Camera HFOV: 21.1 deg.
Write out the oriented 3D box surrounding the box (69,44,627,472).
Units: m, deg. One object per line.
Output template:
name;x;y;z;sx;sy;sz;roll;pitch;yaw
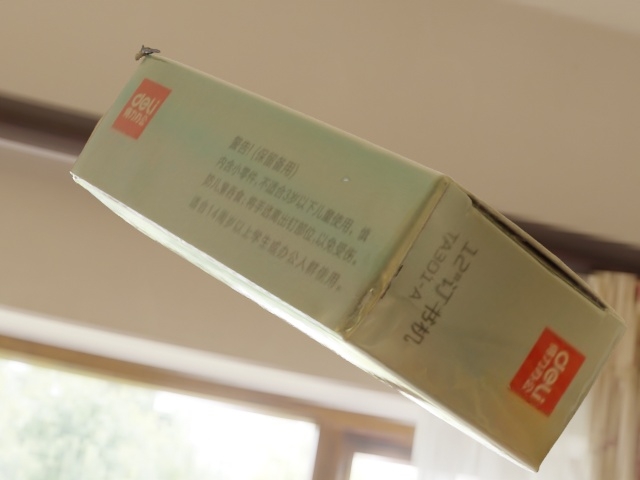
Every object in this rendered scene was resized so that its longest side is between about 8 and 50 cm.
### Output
box;0.000;0.000;0.780;0.135;0.079;0.269;36;-5;-35
